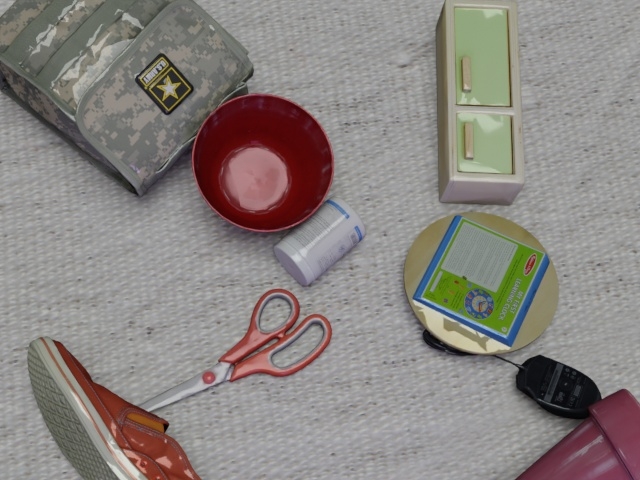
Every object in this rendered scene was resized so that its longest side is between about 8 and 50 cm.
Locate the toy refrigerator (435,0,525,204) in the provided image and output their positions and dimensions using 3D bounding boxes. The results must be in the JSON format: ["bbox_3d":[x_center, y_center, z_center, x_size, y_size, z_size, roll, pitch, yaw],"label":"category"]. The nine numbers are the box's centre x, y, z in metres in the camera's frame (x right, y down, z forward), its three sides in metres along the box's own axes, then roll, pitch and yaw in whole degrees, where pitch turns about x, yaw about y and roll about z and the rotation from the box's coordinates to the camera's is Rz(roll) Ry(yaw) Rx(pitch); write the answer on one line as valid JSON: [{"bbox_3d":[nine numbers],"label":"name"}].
[{"bbox_3d":[0.215,-0.190,1.616,0.102,0.094,0.269,3,72,-4],"label":"toy refrigerator"}]

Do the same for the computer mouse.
[{"bbox_3d":[0.244,0.167,1.531,0.242,0.041,0.071,25,56,12],"label":"computer mouse"}]

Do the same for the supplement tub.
[{"bbox_3d":[0.000,0.000,1.549,0.107,0.071,0.071,-40,78,-15],"label":"supplement tub"}]

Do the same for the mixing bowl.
[{"bbox_3d":[-0.080,-0.090,1.551,0.181,0.098,0.181,2,78,-10],"label":"mixing bowl"}]

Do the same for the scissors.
[{"bbox_3d":[-0.120,0.173,1.507,0.297,0.021,0.109,-38,78,-15],"label":"scissors"}]

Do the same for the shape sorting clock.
[{"bbox_3d":[0.210,0.055,1.558,0.206,0.040,0.206,1,60,-2],"label":"shape sorting clock"}]

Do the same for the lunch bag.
[{"bbox_3d":[-0.258,-0.225,1.551,0.287,0.169,0.235,38,75,11],"label":"lunch bag"}]

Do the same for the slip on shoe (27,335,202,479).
[{"bbox_3d":[-0.236,0.243,1.436,0.331,0.123,0.101,46,53,11],"label":"slip on shoe"}]

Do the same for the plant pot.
[{"bbox_3d":[0.334,0.304,1.416,0.180,0.201,0.201,-30,75,3],"label":"plant pot"}]
